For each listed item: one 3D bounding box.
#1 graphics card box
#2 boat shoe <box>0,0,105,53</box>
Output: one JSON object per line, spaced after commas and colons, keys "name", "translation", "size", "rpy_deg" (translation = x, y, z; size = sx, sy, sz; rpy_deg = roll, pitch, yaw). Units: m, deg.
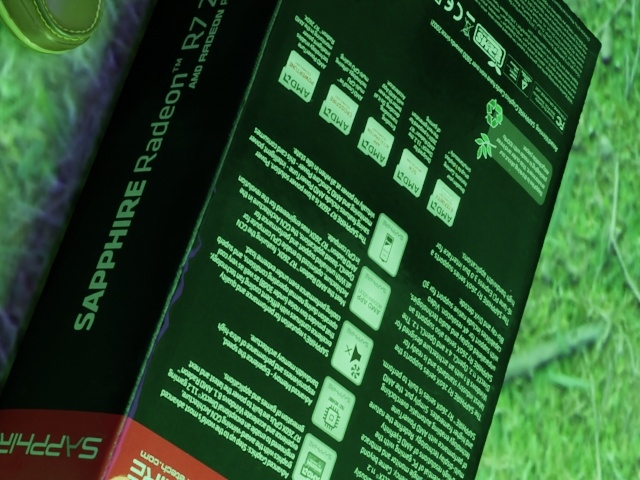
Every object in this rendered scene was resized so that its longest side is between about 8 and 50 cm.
{"name": "graphics card box", "translation": [0.000, 0.000, 0.945], "size": [0.233, 0.094, 0.371], "rpy_deg": [38, 62, -40]}
{"name": "boat shoe", "translation": [-0.114, -0.170, 0.850], "size": [0.064, 0.060, 0.178], "rpy_deg": [-5, 91, -49]}
